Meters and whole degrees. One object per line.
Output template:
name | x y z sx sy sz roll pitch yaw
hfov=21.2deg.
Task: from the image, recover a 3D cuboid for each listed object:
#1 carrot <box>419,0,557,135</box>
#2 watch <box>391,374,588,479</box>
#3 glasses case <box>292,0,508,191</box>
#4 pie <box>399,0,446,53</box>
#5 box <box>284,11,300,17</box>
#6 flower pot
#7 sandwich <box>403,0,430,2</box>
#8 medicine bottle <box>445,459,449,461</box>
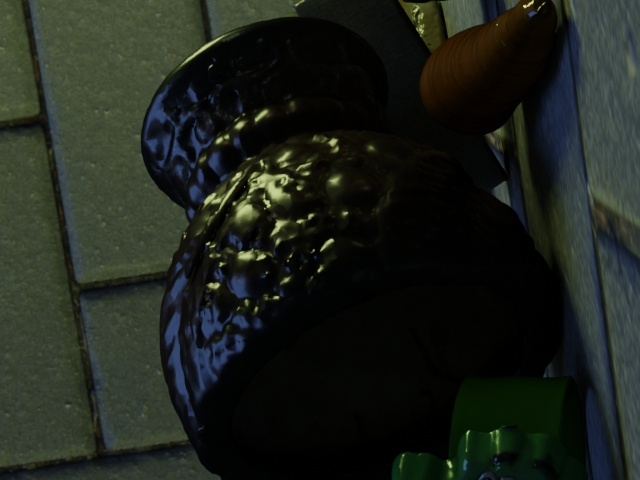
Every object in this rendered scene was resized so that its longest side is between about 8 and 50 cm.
carrot | 0.109 -0.107 1.052 0.336 0.069 0.069 155 106 -84
watch | 0.124 0.140 1.027 0.152 0.131 0.165 -68 -30 -51
glasses case | 0.064 -0.118 1.329 0.205 0.070 0.047 56 -169 -12
pie | 0.115 -0.168 1.815 0.195 0.046 0.195 172 90 -89
box | 0.077 -0.018 1.726 0.396 0.111 0.397 -117 12 -64
flower pot | 0.000 0.000 1.189 0.267 0.266 0.267 80 169 -54
sandwich | 0.078 -0.286 1.273 0.186 0.065 0.215 -91 -7 -82
medicine bottle | 0.097 0.334 1.462 0.219 0.219 0.388 -93 -5 -80
